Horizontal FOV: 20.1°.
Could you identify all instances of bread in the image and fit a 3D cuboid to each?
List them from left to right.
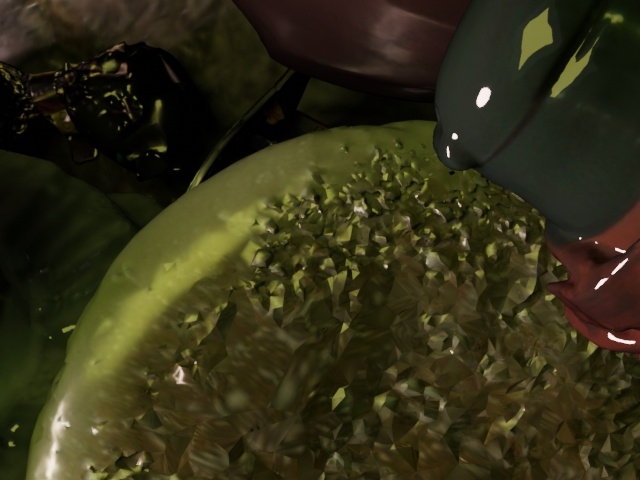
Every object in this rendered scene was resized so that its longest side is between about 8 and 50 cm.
[{"bbox_3d":[0.026,0.090,0.633,0.267,0.040,0.267,-1,104,-5],"label":"bread"}]

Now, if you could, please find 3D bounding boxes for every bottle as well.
[{"bbox_3d":[0.164,-0.005,0.543,0.271,0.143,0.156,30,102,-8],"label":"bottle"}]

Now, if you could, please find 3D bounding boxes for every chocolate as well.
[{"bbox_3d":[-0.118,-0.057,0.833,0.147,0.070,0.072,4,69,18],"label":"chocolate"}]

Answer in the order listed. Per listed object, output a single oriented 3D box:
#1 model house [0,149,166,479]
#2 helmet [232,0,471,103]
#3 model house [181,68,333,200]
[{"bbox_3d":[-0.215,-0.006,0.665,0.194,0.325,0.267,-3,44,28],"label":"model house"},{"bbox_3d":[0.062,-0.136,0.653,0.305,0.225,0.177,-19,99,6],"label":"helmet"},{"bbox_3d":[0.000,0.000,0.709,0.088,0.167,0.117,28,121,4],"label":"model house"}]
